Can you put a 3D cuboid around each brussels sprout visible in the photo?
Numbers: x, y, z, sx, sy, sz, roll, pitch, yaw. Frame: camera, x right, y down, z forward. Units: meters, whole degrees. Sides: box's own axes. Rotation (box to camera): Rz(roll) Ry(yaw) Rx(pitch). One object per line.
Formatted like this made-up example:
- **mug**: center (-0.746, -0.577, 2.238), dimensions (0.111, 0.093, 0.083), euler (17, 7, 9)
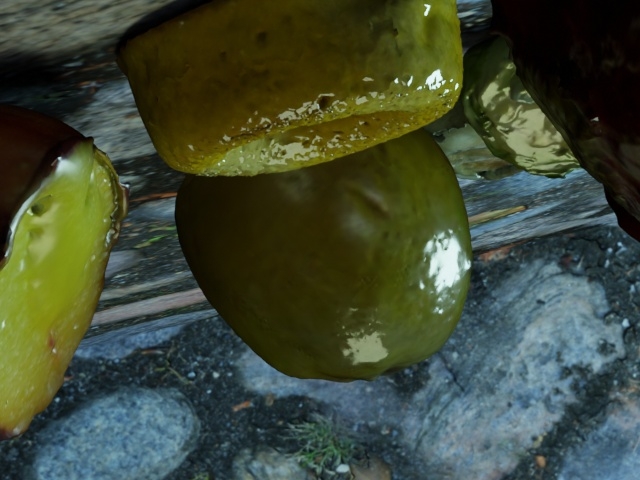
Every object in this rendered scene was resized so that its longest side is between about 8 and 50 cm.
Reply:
- **brussels sprout**: center (0.207, -0.144, 1.590), dimensions (0.149, 0.122, 0.151), euler (-22, 134, 19)

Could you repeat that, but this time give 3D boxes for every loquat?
- **loquat**: center (0.000, 0.000, 1.640), dimensions (0.276, 0.283, 0.276), euler (-19, 175, -2)

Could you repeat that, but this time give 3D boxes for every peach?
- **peach**: center (-0.272, 0.018, 1.387), dimensions (0.281, 0.281, 0.338), euler (-7, 169, -40)

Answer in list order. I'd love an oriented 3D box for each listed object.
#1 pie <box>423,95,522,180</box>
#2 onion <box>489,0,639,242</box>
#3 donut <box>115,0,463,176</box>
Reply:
- **pie**: center (0.255, -0.138, 1.864), dimensions (0.338, 0.075, 0.337), euler (-12, 167, -3)
- **onion**: center (0.334, -0.156, 1.054), dimensions (0.420, 0.398, 0.398), euler (-42, 174, -6)
- **donut**: center (-0.014, -0.126, 1.352), dimensions (0.278, 0.108, 0.277), euler (-14, 172, -2)
